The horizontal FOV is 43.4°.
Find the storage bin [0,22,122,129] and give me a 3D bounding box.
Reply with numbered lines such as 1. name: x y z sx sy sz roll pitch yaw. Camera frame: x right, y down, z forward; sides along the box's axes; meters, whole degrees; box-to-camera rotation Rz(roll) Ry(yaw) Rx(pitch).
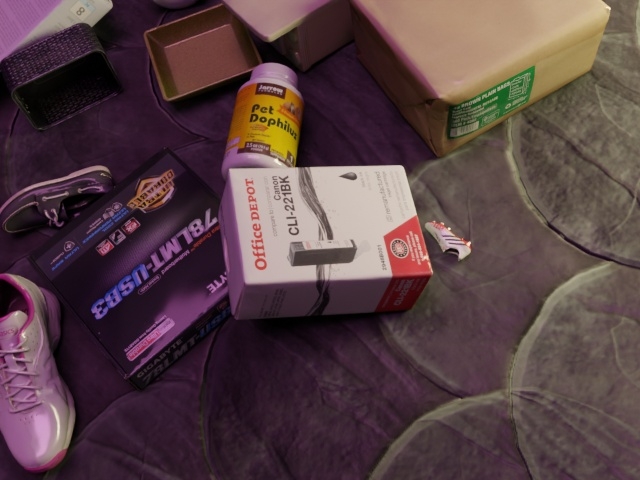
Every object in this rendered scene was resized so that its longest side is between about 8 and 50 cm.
1. storage bin: -0.471 -0.298 1.464 0.180 0.122 0.084 -29 60 -7

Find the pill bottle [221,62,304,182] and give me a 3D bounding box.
1. pill bottle: -0.091 -0.187 1.338 0.117 0.117 0.214 1 61 11

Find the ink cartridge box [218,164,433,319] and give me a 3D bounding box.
1. ink cartridge box: 0.000 0.000 1.172 0.273 0.114 0.196 -3 58 -14

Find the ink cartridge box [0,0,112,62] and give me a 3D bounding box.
1. ink cartridge box: -0.615 -0.418 1.574 0.385 0.091 0.308 -43 52 5

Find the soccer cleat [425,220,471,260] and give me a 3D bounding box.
1. soccer cleat: 0.192 0.000 1.236 0.083 0.029 0.035 34 67 20

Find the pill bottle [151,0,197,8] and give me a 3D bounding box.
1. pill bottle: -0.294 -0.579 1.591 0.124 0.124 0.221 -10 61 4

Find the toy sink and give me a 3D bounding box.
1. toy sink: -0.039 -0.411 1.450 0.234 0.131 0.153 -36 61 -16

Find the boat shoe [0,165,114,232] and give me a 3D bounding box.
1. boat shoe: -0.443 -0.058 1.352 0.206 0.075 0.065 -25 57 -10

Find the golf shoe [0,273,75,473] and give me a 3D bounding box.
1. golf shoe: -0.442 0.186 1.177 0.115 0.140 0.306 -19 61 -3

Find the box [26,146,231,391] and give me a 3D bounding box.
1. box: -0.263 0.035 1.272 0.295 0.073 0.293 -40 61 -13

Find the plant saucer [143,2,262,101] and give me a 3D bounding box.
1. plant saucer: -0.215 -0.341 1.489 0.188 0.045 0.188 -21 59 -2

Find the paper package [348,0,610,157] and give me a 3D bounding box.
1. paper package: 0.253 -0.352 1.345 0.325 0.168 0.309 -29 60 -8
